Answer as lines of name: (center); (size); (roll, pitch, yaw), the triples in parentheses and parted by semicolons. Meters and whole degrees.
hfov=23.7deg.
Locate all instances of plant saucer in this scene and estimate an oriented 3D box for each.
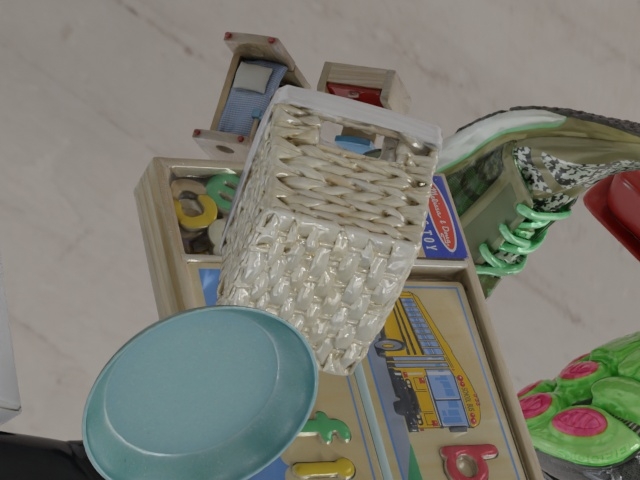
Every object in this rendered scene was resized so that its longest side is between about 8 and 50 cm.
plant saucer: (-0.060, 0.075, 0.743); (0.119, 0.119, 0.021); (-37, 41, 4)

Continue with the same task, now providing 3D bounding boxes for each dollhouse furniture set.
dollhouse furniture set: (-0.018, -0.133, 1.641); (0.184, 0.129, 0.129); (9, 73, 21)

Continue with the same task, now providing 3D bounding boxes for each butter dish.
butter dish: (0.367, -0.057, 1.525); (0.160, 0.118, 0.160); (-33, 58, -11)

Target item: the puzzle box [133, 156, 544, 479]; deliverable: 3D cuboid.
puzzle box: (0.026, 0.120, 1.153); (0.272, 0.052, 0.409); (2, 56, -29)

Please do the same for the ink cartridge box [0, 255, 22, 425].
ink cartridge box: (-0.390, 0.086, 1.178); (0.307, 0.129, 0.223); (-30, 57, 26)

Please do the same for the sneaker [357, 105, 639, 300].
sneaker: (0.171, -0.016, 1.477); (0.410, 0.158, 0.182); (-15, 78, 46)

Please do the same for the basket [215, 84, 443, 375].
basket: (0.000, 0.000, 0.980); (0.113, 0.167, 0.103); (14, 51, -9)

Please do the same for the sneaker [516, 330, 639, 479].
sneaker: (0.270, 0.216, 1.445); (0.185, 0.483, 0.202); (-30, 79, -6)

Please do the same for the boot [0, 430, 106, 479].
boot: (-0.188, 0.241, 1.050); (0.207, 0.094, 0.246); (2, 60, -21)
